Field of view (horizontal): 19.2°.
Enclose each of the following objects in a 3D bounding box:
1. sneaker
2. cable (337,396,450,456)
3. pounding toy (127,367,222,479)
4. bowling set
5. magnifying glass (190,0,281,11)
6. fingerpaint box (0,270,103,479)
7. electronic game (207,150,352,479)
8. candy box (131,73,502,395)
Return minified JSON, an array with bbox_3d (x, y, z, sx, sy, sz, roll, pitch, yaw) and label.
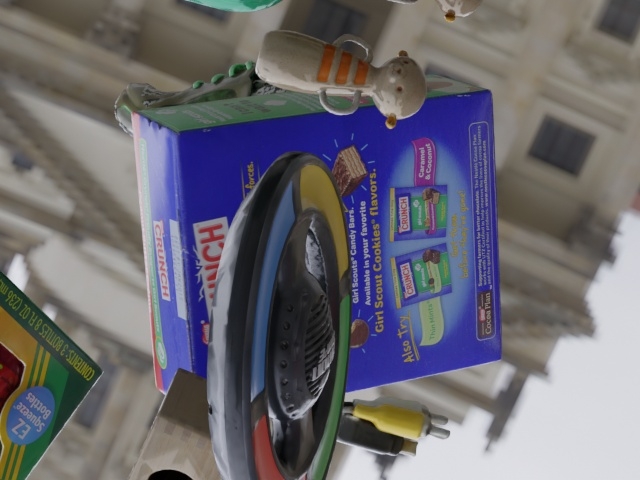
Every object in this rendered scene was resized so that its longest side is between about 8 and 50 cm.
[{"bbox_3d":[-0.079,-0.141,2.152,0.158,0.182,0.410,36,173,-39],"label":"sneaker"},{"bbox_3d":[0.004,0.190,2.192,0.287,0.072,0.139,19,175,-14],"label":"cable"},{"bbox_3d":[-0.123,0.234,1.519,0.094,0.206,0.181,24,-167,-3],"label":"pounding toy"},{"bbox_3d":[0.062,-0.241,1.379,0.154,0.287,0.200,14,151,-2],"label":"bowling set"},{"bbox_3d":[-0.117,-0.185,1.252,0.231,0.026,0.092,-9,-120,-29],"label":"magnifying glass"},{"bbox_3d":[-0.471,0.142,1.832,0.163,0.371,0.445,21,159,40],"label":"fingerpaint box"},{"bbox_3d":[-0.017,0.061,1.126,0.048,0.229,0.229,3,-172,14],"label":"electronic game"},{"bbox_3d":[0.000,0.000,1.738,0.317,0.268,0.122,-9,-165,-25],"label":"candy box"}]
